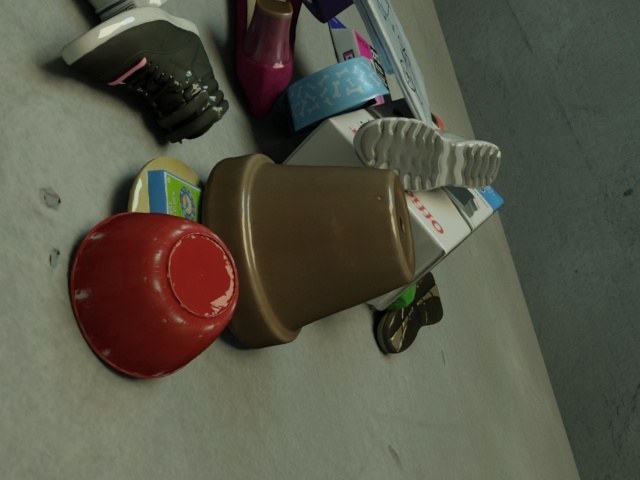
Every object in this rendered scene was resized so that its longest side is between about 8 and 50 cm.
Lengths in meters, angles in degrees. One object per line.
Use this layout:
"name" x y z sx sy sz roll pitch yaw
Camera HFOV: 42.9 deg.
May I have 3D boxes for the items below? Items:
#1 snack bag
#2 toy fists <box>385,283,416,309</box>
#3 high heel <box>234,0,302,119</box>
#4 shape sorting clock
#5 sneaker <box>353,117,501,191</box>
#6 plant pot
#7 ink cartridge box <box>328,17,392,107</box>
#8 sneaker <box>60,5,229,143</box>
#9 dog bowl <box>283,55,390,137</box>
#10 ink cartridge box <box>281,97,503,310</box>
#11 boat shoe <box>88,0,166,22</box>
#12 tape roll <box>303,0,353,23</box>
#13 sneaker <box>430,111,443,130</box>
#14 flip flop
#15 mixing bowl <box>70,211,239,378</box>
"snack bag" 0.124 -0.362 1.464 0.342 0.037 0.323 59 18 -30
"toy fists" 0.125 0.010 1.608 0.279 0.096 0.142 -75 145 -56
"high heel" -0.102 -0.360 1.431 0.377 0.127 0.181 -88 -169 -61
"shape sorting clock" -0.169 0.001 0.977 0.206 0.040 0.206 -10 90 -73
"sneaker" 0.150 -0.131 1.275 0.281 0.115 0.105 9 99 -39
"plant pot" 0.000 0.000 1.074 0.263 0.230 0.262 -10 90 -77
"ink cartridge box" 0.109 -0.372 1.939 0.176 0.069 0.370 19 52 -63
"sneaker" -0.193 -0.192 0.992 0.146 0.105 0.296 64 18 -4
"dog bowl" 0.016 -0.242 1.378 0.297 0.166 0.074 -140 -152 -84
"ink cartridge box" 0.131 -0.083 1.430 0.285 0.166 0.395 49 28 6
"boat shoe" -0.232 -0.418 1.087 0.156 0.136 0.367 56 35 -26
"tape roll" -0.034 -0.557 1.565 0.274 0.090 0.275 54 2 -3
"sneaker" 0.193 -0.182 1.822 0.135 0.098 0.275 46 61 -60
"flip flop" 0.172 0.144 1.642 0.277 0.080 0.112 -36 111 -52
"mixing bowl" -0.151 0.045 0.838 0.181 0.098 0.181 21 61 -42
